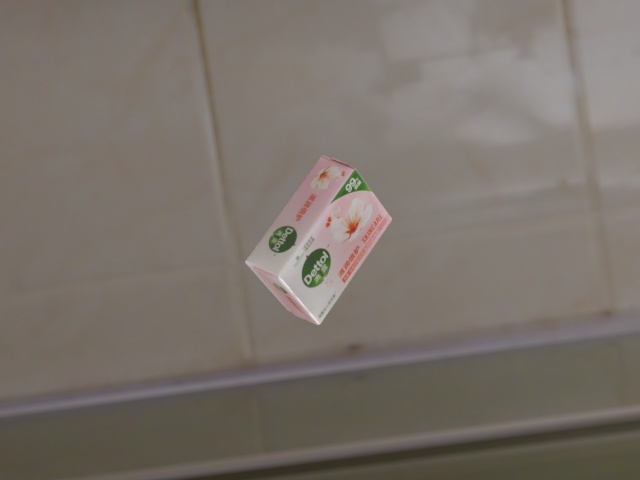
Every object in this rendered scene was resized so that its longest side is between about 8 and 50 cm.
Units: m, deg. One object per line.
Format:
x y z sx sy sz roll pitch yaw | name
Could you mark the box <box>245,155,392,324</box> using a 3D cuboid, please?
0.000 0.000 1.775 0.125 0.043 0.089 -56 140 -13 | box
